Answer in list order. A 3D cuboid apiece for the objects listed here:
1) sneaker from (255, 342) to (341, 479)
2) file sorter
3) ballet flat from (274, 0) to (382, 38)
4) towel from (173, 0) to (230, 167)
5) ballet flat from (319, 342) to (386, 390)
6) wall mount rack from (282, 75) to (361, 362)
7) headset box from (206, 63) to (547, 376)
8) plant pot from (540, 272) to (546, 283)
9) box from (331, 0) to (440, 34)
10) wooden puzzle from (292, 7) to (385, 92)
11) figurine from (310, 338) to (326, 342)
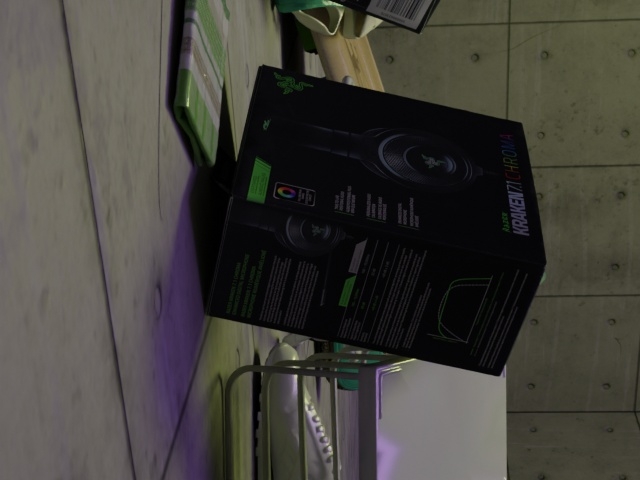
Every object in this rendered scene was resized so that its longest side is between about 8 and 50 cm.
[{"bbox_3d":[-0.023,0.231,1.256,0.090,0.095,0.235,15,73,-84],"label":"sneaker"},{"bbox_3d":[0.050,0.198,1.095,0.278,0.173,0.192,-3,92,-58],"label":"file sorter"},{"bbox_3d":[0.027,-0.320,1.530,0.247,0.083,0.087,2,102,-44],"label":"ballet flat"},{"bbox_3d":[-0.097,-0.148,0.889,0.113,0.023,0.152,73,19,-66],"label":"towel"},{"bbox_3d":[0.046,0.042,1.990,0.182,0.164,0.482,-122,-152,-53],"label":"ballet flat"},{"bbox_3d":[-0.008,-0.011,1.361,0.304,0.130,0.350,67,22,-69],"label":"wall mount rack"},{"bbox_3d":[0.039,-0.028,1.017,0.246,0.283,0.131,-83,-174,-55],"label":"headset box"},{"bbox_3d":[0.173,-0.018,1.719,0.293,0.293,0.235,-62,136,-80],"label":"plant pot"},{"bbox_3d":[0.064,-0.406,1.440,0.143,0.165,0.270,-59,-154,29],"label":"box"},{"bbox_3d":[0.027,-0.269,1.725,0.348,0.080,0.322,-44,115,-77],"label":"wooden puzzle"},{"bbox_3d":[0.001,0.022,1.739,0.209,0.092,0.215,-103,-171,-73],"label":"figurine"}]
